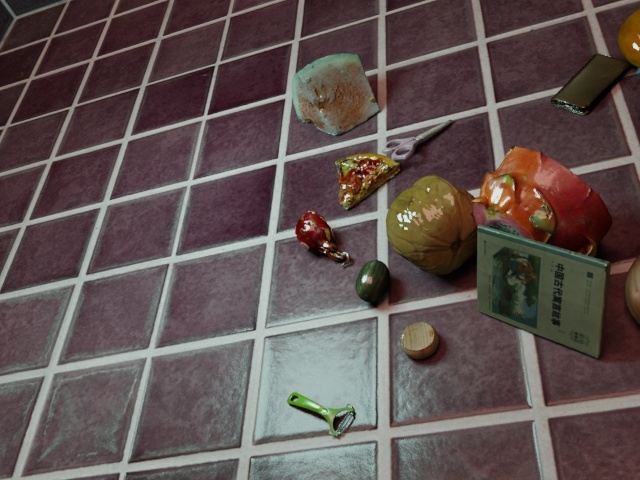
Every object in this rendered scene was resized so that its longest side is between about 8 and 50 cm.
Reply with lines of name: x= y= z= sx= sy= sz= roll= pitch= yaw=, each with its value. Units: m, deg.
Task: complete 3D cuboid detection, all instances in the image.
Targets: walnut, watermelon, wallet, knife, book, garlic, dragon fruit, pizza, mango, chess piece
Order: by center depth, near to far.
garlic: x=0.649 y=0.098 z=1.511 sx=0.115 sy=0.128 sz=0.206 roll=-13 pitch=48 yaw=50
book: x=0.436 y=0.096 z=1.547 sx=0.283 sy=0.214 sz=0.025 roll=18 pitch=36 yaw=41
dragon fruit: x=0.448 y=-0.045 z=1.616 sx=0.189 sy=0.290 sz=0.291 roll=-49 pitch=47 yaw=-11
knife: x=-0.007 y=0.358 z=1.656 sx=0.166 sy=0.022 sz=0.078 roll=17 pitch=55 yaw=36
chess piece: x=0.213 y=0.215 z=1.664 sx=0.084 sy=0.038 sz=0.083 roll=-14 pitch=43 yaw=14
walnut: x=0.259 y=-0.037 z=1.760 sx=0.228 sy=0.228 sz=0.228 roll=-14 pitch=45 yaw=15
watermelon: x=0.123 y=0.092 z=1.793 sx=0.078 sy=0.078 sz=0.110 roll=3 pitch=50 yaw=29
dragon fruit: x=0.000 y=0.000 z=1.941 sx=0.094 sy=0.094 sz=0.190 roll=-36 pitch=55 yaw=-7
mango: x=0.840 y=-0.537 z=1.982 sx=0.139 sy=0.113 sz=0.253 roll=10 pitch=52 yaw=21
wallet: x=0.697 y=-0.406 z=1.995 sx=0.198 sy=0.031 sz=0.110 roll=-44 pitch=46 yaw=-16
pizza: x=0.107 y=-0.167 z=2.059 sx=0.201 sy=0.053 sz=0.193 roll=0 pitch=50 yaw=26
watermelon: x=0.037 y=-0.416 z=2.240 sx=0.213 sy=0.261 sz=0.201 roll=-28 pitch=71 yaw=-4

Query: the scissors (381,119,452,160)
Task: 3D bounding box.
scissors: x=0.268 y=-0.274 z=2.084 sx=0.212 sy=0.021 sz=0.110 roll=-28 pitch=35 yaw=-14
